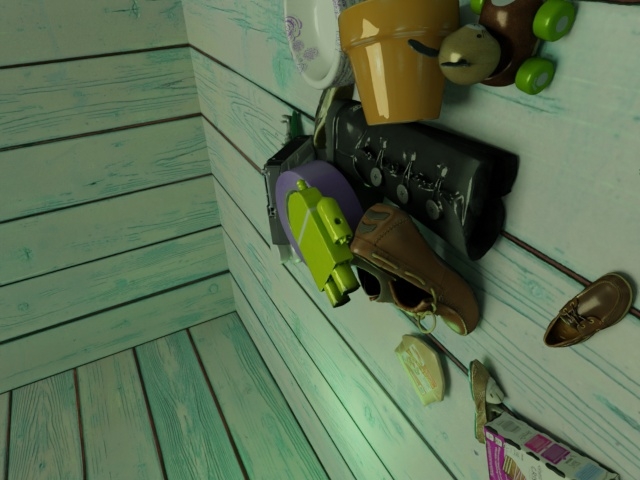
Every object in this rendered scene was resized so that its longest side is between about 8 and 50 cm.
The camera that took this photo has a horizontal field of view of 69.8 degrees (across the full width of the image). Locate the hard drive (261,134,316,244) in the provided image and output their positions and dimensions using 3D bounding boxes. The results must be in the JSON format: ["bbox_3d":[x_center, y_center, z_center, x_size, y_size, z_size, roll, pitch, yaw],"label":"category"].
[{"bbox_3d":[-0.077,-0.163,1.377,0.339,0.064,0.236,-59,-33,-60],"label":"hard drive"}]

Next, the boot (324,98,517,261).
[{"bbox_3d":[0.190,-0.088,0.995,0.445,0.146,0.367,35,149,43],"label":"boot"}]

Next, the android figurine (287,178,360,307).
[{"bbox_3d":[0.000,0.000,0.965,0.248,0.056,0.272,109,140,-61],"label":"android figurine"}]

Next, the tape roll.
[{"bbox_3d":[-0.004,-0.052,1.125,0.275,0.090,0.274,45,148,38],"label":"tape roll"}]

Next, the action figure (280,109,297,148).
[{"bbox_3d":[-0.102,-0.301,1.537,0.137,0.064,0.232,122,143,-78],"label":"action figure"}]

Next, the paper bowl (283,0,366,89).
[{"bbox_3d":[0.036,-0.490,1.014,0.284,0.148,0.284,48,148,44],"label":"paper bowl"}]

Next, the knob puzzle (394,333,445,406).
[{"bbox_3d":[0.277,0.332,1.215,0.213,0.030,0.213,50,149,45],"label":"knob puzzle"}]

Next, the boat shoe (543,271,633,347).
[{"bbox_3d":[0.407,0.118,0.707,0.064,0.060,0.178,58,154,31],"label":"boat shoe"}]

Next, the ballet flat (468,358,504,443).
[{"bbox_3d":[0.367,0.352,0.995,0.067,0.073,0.206,2,113,38],"label":"ballet flat"}]

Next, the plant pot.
[{"bbox_3d":[0.140,-0.303,0.805,0.205,0.205,0.188,-161,63,-63],"label":"plant pot"}]

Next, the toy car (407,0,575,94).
[{"bbox_3d":[0.225,-0.287,0.663,0.155,0.188,0.149,52,150,41],"label":"toy car"}]

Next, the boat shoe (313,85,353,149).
[{"bbox_3d":[0.026,-0.348,1.247,0.223,0.080,0.073,113,140,-51],"label":"boat shoe"}]

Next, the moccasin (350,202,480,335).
[{"bbox_3d":[0.194,0.091,0.907,0.139,0.147,0.380,22,162,50],"label":"moccasin"}]

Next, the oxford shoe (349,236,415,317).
[{"bbox_3d":[0.152,0.096,1.058,0.123,0.130,0.348,24,158,48],"label":"oxford shoe"}]

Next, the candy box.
[{"bbox_3d":[0.429,0.457,0.872,0.233,0.071,0.159,15,121,59],"label":"candy box"}]

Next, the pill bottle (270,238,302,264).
[{"bbox_3d":[-0.055,0.008,1.519,0.117,0.208,0.117,48,147,45],"label":"pill bottle"}]
